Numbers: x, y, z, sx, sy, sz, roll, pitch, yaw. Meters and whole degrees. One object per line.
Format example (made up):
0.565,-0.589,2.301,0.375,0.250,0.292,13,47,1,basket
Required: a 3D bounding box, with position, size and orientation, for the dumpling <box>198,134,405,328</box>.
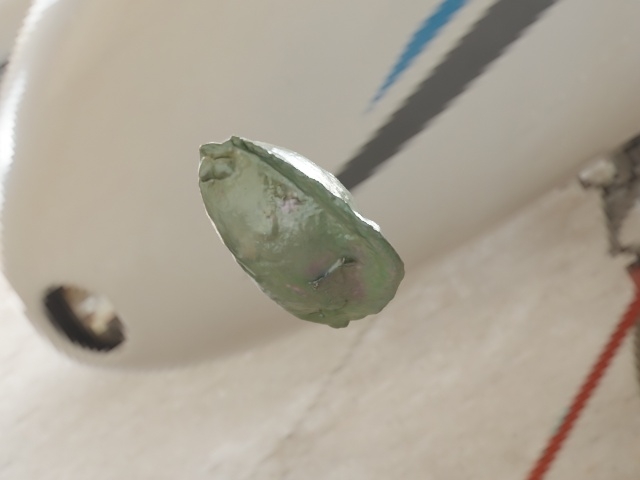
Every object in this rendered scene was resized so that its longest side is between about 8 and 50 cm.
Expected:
-0.011,0.004,1.416,0.105,0.217,0.149,-35,37,-2,dumpling
